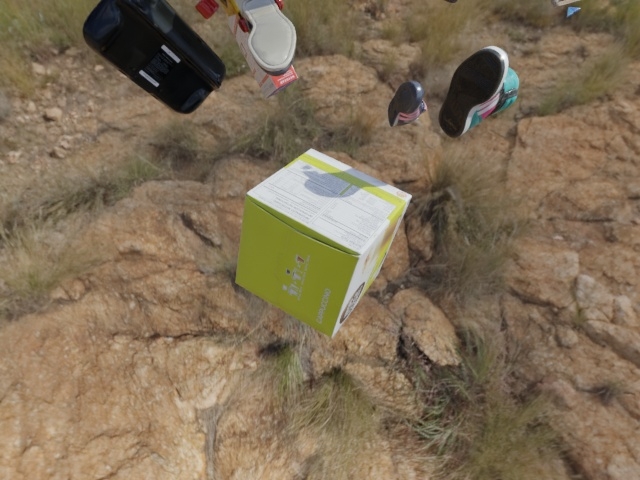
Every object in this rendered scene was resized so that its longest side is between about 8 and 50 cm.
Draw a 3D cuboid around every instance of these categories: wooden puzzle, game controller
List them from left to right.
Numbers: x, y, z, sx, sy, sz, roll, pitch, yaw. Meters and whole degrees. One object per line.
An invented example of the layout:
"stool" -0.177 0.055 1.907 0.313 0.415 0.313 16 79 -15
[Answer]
"game controller" -0.331 -0.389 0.955 0.167 0.319 0.067 -38 65 8
"wooden puzzle" 0.493 -0.505 0.912 0.079 0.014 0.116 -24 71 1

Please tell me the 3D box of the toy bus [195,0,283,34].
"toy bus" -0.157 -0.499 0.919 0.191 0.202 0.104 6 16 -32

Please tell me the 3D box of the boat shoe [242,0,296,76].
"boat shoe" -0.078 -0.317 0.728 0.075 0.064 0.206 -17 54 -1

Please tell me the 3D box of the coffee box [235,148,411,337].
"coffee box" 0.000 0.000 1.295 0.339 0.337 0.334 28 42 15

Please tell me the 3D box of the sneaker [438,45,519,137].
"sneaker" 0.409 -0.377 1.090 0.179 0.295 0.123 -36 80 -14

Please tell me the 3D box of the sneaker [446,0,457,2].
"sneaker" 0.389 -0.818 1.447 0.144 0.053 0.059 42 87 2

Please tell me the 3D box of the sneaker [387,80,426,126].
"sneaker" 0.353 -0.525 1.729 0.131 0.319 0.112 -8 90 -7

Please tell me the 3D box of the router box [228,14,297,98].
"router box" -0.209 -0.663 1.574 0.082 0.335 0.300 -29 107 -6
